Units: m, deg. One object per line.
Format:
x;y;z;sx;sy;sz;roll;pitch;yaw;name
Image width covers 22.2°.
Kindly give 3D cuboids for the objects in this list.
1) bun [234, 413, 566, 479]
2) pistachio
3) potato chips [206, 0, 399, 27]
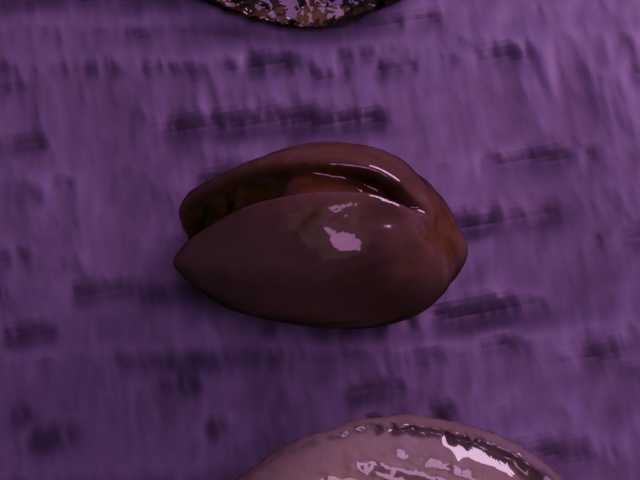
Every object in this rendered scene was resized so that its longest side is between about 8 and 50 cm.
0.044;0.241;0.972;0.287;0.146;0.287;1;79;-6;bun
0.000;0.000;1.031;0.185;0.124;0.124;1;79;7;pistachio
-0.017;-0.237;1.115;0.220;0.029;0.202;33;77;1;potato chips
